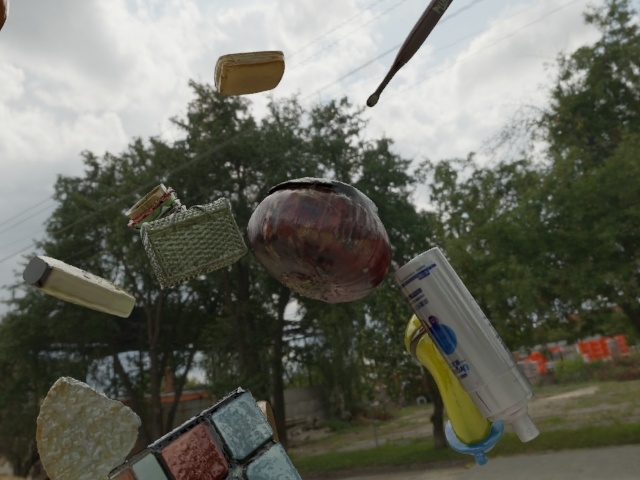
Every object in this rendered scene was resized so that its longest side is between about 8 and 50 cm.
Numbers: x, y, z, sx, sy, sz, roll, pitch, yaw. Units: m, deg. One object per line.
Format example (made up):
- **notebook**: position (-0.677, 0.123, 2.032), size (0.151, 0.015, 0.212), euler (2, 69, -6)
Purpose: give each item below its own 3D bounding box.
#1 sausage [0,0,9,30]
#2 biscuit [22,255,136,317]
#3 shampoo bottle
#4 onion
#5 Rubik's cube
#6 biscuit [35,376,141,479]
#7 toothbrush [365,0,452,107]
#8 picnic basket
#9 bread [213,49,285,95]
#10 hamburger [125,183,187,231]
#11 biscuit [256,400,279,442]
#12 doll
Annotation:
- **sausage**: position (-0.312, -0.261, 0.426), size (0.077, 0.076, 0.197), euler (-6, -40, -13)
- **biscuit**: position (-0.362, 0.075, 0.816), size (0.056, 0.052, 0.188), euler (18, -12, 28)
- **shampoo bottle**: position (0.225, 0.159, 0.802), size (0.092, 0.303, 0.092), euler (-29, -14, -8)
- **onion**: position (0.000, 0.000, 0.893), size (0.247, 0.190, 0.246), euler (14, -32, 9)
- **Rubik's cube**: position (-0.158, 0.339, 0.741), size (0.167, 0.180, 0.183), euler (-23, -11, -49)
- **biscuit**: position (-0.444, 0.384, 1.033), size (0.188, 0.265, 0.040), euler (-20, -4, -18)
- **toothbrush**: position (0.210, -0.442, 1.152), size (0.041, 0.041, 0.364), euler (9, -55, -48)
- **picnic basket**: position (-0.294, 0.001, 1.218), size (0.197, 0.154, 0.134), euler (-22, -5, -24)
- **bread**: position (-0.181, -0.439, 1.401), size (0.201, 0.077, 0.116), euler (-15, -30, -28)
- **hamburger**: position (-0.471, -0.071, 1.557), size (0.175, 0.175, 0.137), euler (-22, -63, 34)
- **biscuit**: position (-0.092, 0.365, 0.945), size (0.029, 0.141, 0.220), euler (-15, 27, -5)
- **doll**: position (0.240, 0.228, 0.988), size (0.145, 0.362, 0.199), euler (-22, -21, 19)
